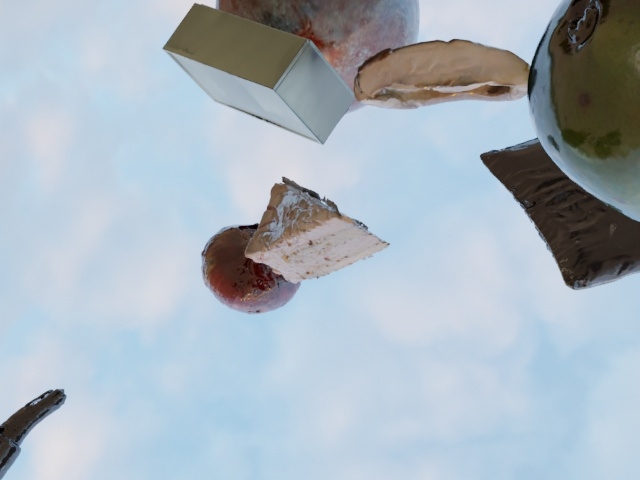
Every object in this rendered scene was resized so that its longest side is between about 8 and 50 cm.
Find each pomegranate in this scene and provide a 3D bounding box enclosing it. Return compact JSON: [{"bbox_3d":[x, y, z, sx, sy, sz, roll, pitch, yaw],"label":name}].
[{"bbox_3d":[0.246,-0.089,0.647,0.187,0.225,0.187,-39,-142,39],"label":"pomegranate"}]

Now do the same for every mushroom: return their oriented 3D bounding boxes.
[{"bbox_3d":[0.146,-0.195,1.205,0.210,0.094,0.072,-3,-101,8],"label":"mushroom"}]

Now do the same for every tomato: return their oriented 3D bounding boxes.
[{"bbox_3d":[-0.001,-0.346,1.546,0.282,0.317,0.316,144,-31,-75],"label":"tomato"}]

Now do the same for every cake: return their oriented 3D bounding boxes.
[{"bbox_3d":[0.000,0.000,0.655,0.065,0.052,0.121,-61,-156,-4],"label":"cake"}]

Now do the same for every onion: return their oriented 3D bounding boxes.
[{"bbox_3d":[-0.070,0.030,1.035,0.107,0.107,0.097,54,-39,40],"label":"onion"}]

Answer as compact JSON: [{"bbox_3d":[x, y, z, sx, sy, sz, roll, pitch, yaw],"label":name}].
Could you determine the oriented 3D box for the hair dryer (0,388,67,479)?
[{"bbox_3d":[-0.211,0.191,0.627,0.075,0.195,0.219,-7,-134,56],"label":"hair dryer"}]

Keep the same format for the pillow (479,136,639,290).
[{"bbox_3d":[0.253,-0.039,0.951,0.141,0.055,0.208,-15,-136,-7],"label":"pillow"}]

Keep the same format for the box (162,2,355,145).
[{"bbox_3d":[-0.081,-0.221,1.322,0.225,0.129,0.086,27,-101,39],"label":"box"}]
